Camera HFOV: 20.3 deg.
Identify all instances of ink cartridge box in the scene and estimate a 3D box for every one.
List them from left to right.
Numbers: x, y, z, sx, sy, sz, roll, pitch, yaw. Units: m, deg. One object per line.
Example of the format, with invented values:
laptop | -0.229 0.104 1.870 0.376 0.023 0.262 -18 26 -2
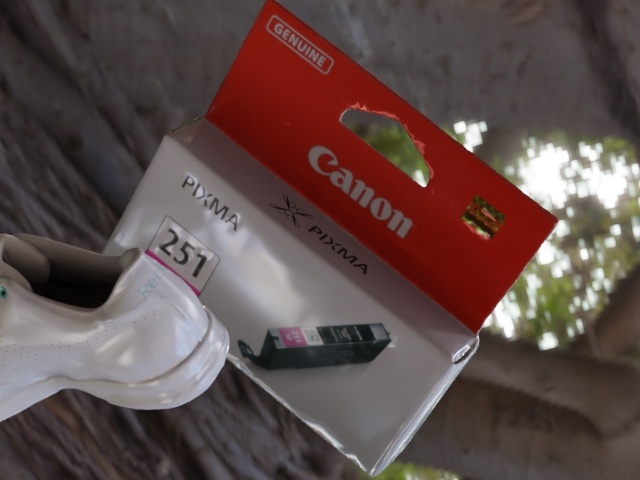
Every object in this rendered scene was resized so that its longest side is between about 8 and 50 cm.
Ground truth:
ink cartridge box | 0.000 0.000 1.301 0.275 0.239 0.060 39 -146 11

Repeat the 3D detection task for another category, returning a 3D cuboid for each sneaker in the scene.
sneaker | -0.153 0.037 0.877 0.212 0.094 0.080 -9 -137 25
